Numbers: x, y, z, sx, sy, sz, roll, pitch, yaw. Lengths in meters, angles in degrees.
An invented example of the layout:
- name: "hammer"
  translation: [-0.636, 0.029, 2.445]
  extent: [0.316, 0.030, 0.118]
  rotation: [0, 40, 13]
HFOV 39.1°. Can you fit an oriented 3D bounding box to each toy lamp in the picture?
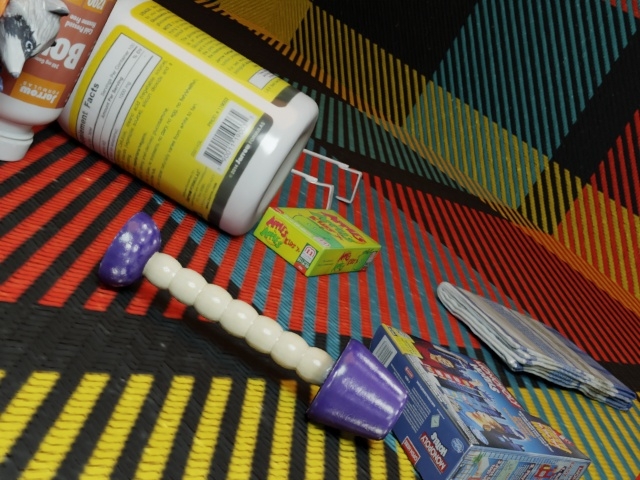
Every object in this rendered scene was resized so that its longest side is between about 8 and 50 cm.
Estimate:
- name: "toy lamp"
  translation: [-0.054, 0.077, 0.758]
  extent: [0.275, 0.080, 0.080]
  rotation: [30, 15, 5]

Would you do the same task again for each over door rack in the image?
- name: "over door rack"
  translation: [-0.080, -0.171, 1.445]
  extent: [0.324, 0.108, 0.239]
  rotation: [33, 16, 7]

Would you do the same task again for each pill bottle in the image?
- name: "pill bottle"
  translation: [-0.185, -0.165, 1.058]
  extent: [0.334, 0.188, 0.188]
  rotation: [32, 15, 1]
- name: "pill bottle"
  translation: [-0.290, -0.192, 0.885]
  extent: [0.121, 0.216, 0.121]
  rotation: [28, 15, -8]

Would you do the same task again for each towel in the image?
- name: "towel"
  translation: [0.312, 0.154, 1.309]
  extent: [0.285, 0.034, 0.209]
  rotation: [23, 15, -36]

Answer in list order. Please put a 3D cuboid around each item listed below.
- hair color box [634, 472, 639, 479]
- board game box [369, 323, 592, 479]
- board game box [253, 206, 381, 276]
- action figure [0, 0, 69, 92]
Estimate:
- name: "hair color box"
  translation: [0.433, 0.302, 1.041]
  extent: [0.141, 0.043, 0.072]
  rotation: [22, 16, -33]
- name: "board game box"
  translation: [0.154, 0.179, 0.862]
  extent: [0.194, 0.060, 0.194]
  rotation: [24, 16, -29]
- name: "board game box"
  translation: [0.000, 0.000, 1.170]
  extent: [0.092, 0.043, 0.181]
  rotation: [37, 16, 21]
- name: "action figure"
  translation: [-0.346, -0.164, 0.670]
  extent: [0.330, 0.178, 0.341]
  rotation: [-5, 55, -36]
